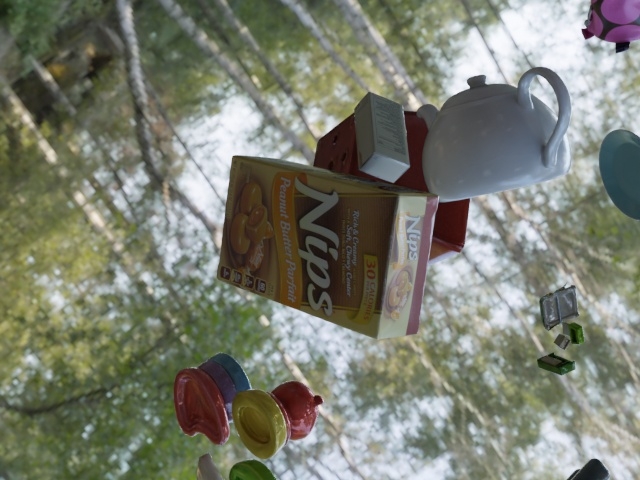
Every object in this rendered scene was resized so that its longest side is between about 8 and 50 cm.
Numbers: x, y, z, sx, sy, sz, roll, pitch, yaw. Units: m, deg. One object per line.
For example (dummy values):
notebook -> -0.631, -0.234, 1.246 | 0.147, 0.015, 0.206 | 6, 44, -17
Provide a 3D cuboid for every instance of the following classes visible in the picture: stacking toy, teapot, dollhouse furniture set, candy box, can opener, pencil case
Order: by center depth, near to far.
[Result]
pencil case -> 0.363, -0.339, 1.230 | 0.098, 0.209, 0.095 | -8, -136, 10
candy box -> 0.000, 0.000, 1.347 | 0.087, 0.183, 0.316 | -2, -167, -44
can opener -> 0.390, 0.442, 1.608 | 0.280, 0.093, 0.074 | -30, 166, -52
teapot -> 0.273, -0.172, 1.614 | 0.255, 0.187, 0.252 | -11, -176, 15
dollhouse furniture set -> 0.388, 0.143, 1.685 | 0.076, 0.152, 0.058 | -19, -162, -25
stacking toy -> -0.120, 0.349, 1.817 | 0.130, 0.280, 0.308 | -20, -157, -37

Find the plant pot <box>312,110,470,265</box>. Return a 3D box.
plant pot -> 0.118, -0.105, 1.932 | 0.267, 0.235, 0.267 | -30, -134, 61

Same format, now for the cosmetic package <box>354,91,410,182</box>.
cosmetic package -> 0.082, -0.140, 1.366 | 0.041, 0.060, 0.115 | -46, -147, 42

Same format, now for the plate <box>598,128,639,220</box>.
plate -> 0.615, -0.131, 1.990 | 0.024, 0.188, 0.188 | -18, -166, -18
